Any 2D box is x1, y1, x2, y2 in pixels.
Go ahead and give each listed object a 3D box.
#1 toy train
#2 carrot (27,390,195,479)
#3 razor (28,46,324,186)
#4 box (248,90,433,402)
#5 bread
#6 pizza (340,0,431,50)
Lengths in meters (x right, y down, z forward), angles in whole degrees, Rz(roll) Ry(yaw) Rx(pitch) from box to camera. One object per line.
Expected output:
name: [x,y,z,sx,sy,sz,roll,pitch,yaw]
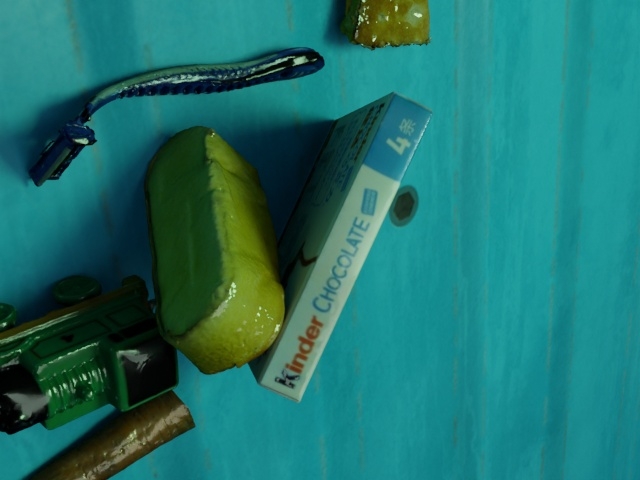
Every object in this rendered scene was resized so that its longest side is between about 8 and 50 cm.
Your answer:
toy train: [-0.215,0.103,0.773,0.227,0.136,0.091,-23,122,-39]
carrot: [-0.228,0.216,0.878,0.224,0.057,0.057,-30,126,-26]
razor: [-0.119,-0.140,0.833,0.324,0.093,0.056,-28,89,-38]
box: [0.000,0.000,0.872,0.048,0.265,0.273,26,89,-9]
bread: [-0.096,0.006,0.794,0.102,0.245,0.094,-32,134,16]
pizza: [0.064,-0.257,0.969,0.178,0.041,0.131,39,75,-46]
